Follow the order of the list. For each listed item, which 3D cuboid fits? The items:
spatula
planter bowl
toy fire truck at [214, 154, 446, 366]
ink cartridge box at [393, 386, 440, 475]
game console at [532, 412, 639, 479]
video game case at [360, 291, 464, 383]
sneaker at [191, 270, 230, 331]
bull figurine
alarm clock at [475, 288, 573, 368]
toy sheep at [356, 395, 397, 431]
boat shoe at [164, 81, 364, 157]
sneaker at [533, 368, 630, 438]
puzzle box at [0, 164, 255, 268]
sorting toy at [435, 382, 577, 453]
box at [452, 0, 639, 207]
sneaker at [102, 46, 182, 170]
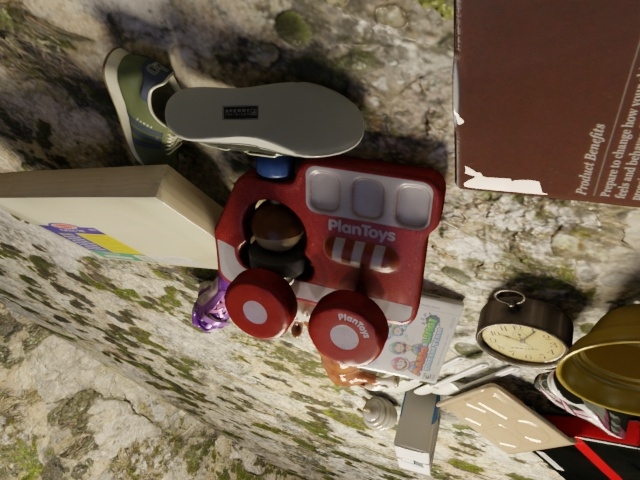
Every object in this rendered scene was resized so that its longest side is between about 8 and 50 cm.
[{"bbox_3d":[0.248,0.261,0.977,0.168,0.019,0.242,14,145,-19],"label":"spatula"},{"bbox_3d":[0.421,0.142,0.656,0.217,0.090,0.217,14,146,10],"label":"planter bowl"},{"bbox_3d":[0.000,0.000,0.679,0.302,0.169,0.254,13,121,18],"label":"toy fire truck"},{"bbox_3d":[0.225,0.437,1.178,0.082,0.140,0.191,7,146,20],"label":"ink cartridge box"},{"bbox_3d":[0.610,0.455,1.053,0.386,0.060,0.342,42,150,-27],"label":"game console"},{"bbox_3d":[0.137,0.151,0.824,0.143,0.019,0.157,12,115,0],"label":"video game case"},{"bbox_3d":[-0.191,0.121,1.004,0.095,0.105,0.236,35,146,-16],"label":"sneaker"},{"bbox_3d":[0.053,0.182,0.942,0.188,0.101,0.310,7,145,21],"label":"bull figurine"},{"bbox_3d":[0.287,0.119,0.734,0.129,0.064,0.192,-1,144,33],"label":"alarm clock"},{"bbox_3d":[0.142,0.426,1.270,0.091,0.091,0.132,-8,155,40],"label":"toy sheep"},{"bbox_3d":[-0.058,-0.133,0.577,0.219,0.078,0.070,8,180,7],"label":"boat shoe"},{"bbox_3d":[0.440,0.267,0.870,0.178,0.072,0.077,38,158,-8],"label":"sneaker"},{"bbox_3d":[-0.318,-0.030,0.847,0.408,0.052,0.272,3,158,29],"label":"puzzle box"},{"bbox_3d":[0.362,0.353,1.021,0.208,0.038,0.193,33,147,-2],"label":"sorting toy"},{"bbox_3d":[0.283,-0.118,0.313,0.381,0.143,0.191,8,146,20],"label":"box"},{"bbox_3d":[-0.197,-0.145,0.644,0.086,0.064,0.192,16,146,15],"label":"sneaker"}]
